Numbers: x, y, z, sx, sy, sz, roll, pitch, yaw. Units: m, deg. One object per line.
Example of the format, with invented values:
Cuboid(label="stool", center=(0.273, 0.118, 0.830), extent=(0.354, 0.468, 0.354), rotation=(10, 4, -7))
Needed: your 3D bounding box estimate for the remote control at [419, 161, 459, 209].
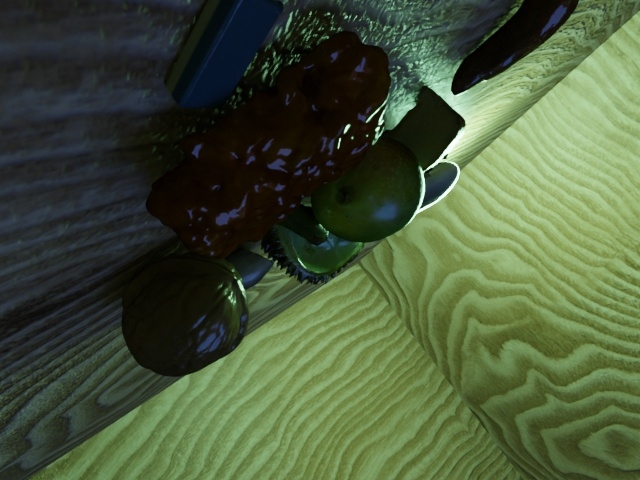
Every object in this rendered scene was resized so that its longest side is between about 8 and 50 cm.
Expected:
Cuboid(label="remote control", center=(0.271, -0.132, 1.315), extent=(0.331, 0.104, 0.221), rotation=(-29, 165, -15))

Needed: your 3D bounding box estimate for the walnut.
Cuboid(label="walnut", center=(-0.228, 0.123, 0.769), extent=(0.228, 0.228, 0.228), rotation=(-36, 170, -7))

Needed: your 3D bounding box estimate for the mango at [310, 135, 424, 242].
Cuboid(label="mango", center=(0.096, -0.096, 0.903), extent=(0.225, 0.201, 0.382), rotation=(-36, 174, 5))

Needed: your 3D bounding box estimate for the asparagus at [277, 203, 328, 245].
Cuboid(label="asparagus", center=(-0.045, -0.044, 0.907), extent=(0.067, 0.060, 0.277), rotation=(-49, 158, 6))

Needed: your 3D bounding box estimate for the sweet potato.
Cuboid(label="sweet potato", center=(0.379, -0.393, 0.860), extent=(0.097, 0.097, 0.292), rotation=(-27, 167, -46))

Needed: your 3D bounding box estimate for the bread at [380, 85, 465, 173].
Cuboid(label="bread", center=(0.223, -0.228, 0.955), extent=(0.160, 0.140, 0.169), rotation=(-47, 168, 22))

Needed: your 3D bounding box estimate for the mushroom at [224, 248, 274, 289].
Cuboid(label="mushroom", center=(-0.214, 0.093, 1.006), extent=(0.225, 0.093, 0.116), rotation=(-40, -168, -17))

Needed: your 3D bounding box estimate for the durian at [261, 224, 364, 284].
Cuboid(label="durian", center=(-0.007, -0.003, 1.162), extent=(0.394, 0.163, 0.198), rotation=(-5, 110, -41))

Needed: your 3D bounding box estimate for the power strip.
Cuboid(label="power strip", center=(-0.087, -0.172, 0.389), extent=(0.123, 0.032, 0.056), rotation=(-44, 168, 34))

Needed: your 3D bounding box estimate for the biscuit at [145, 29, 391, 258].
Cuboid(label="biscuit", center=(-0.056, -0.098, 0.576), extent=(0.312, 0.111, 0.318), rotation=(-38, 179, -9))
